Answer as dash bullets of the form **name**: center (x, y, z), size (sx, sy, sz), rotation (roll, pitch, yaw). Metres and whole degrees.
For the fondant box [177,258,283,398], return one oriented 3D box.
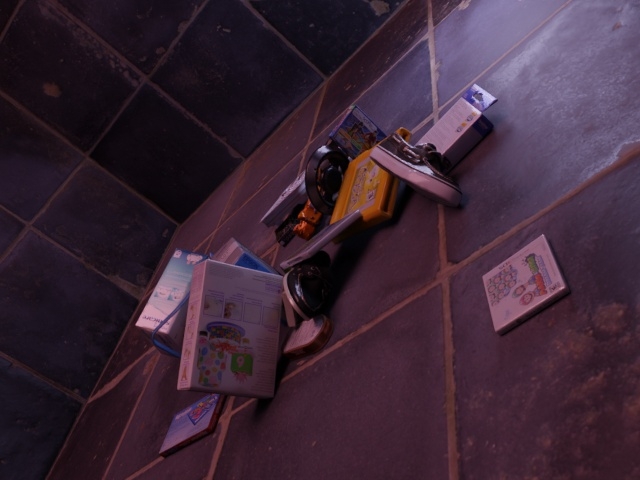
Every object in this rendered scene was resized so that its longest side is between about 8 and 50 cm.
- **fondant box**: center (-0.231, 0.237, 1.582), size (0.096, 0.238, 0.331), rotation (-24, 57, 52)

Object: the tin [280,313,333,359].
- **tin**: center (-0.038, 0.255, 1.594), size (0.189, 0.040, 0.106), rotation (-30, 25, 46)

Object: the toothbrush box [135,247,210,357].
- **toothbrush box**: center (-0.446, 0.211, 1.959), size (0.126, 0.216, 0.296), rotation (10, 60, 17)

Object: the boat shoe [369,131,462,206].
- **boat shoe**: center (0.248, -0.197, 1.518), size (0.119, 0.121, 0.335), rotation (-54, 43, 6)

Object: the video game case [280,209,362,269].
- **video game case**: center (0.000, 0.000, 1.713), size (0.212, 0.023, 0.193), rotation (-39, 7, -29)

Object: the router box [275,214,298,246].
- **router box**: center (-0.128, -0.038, 2.294), size (0.092, 0.038, 0.122), rotation (-47, 20, 11)

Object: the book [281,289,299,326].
- **book**: center (-0.076, 0.176, 1.683), size (0.035, 0.096, 0.144), rotation (-9, 7, 7)

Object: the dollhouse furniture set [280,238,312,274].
- **dollhouse furniture set**: center (-0.062, 0.062, 2.001), size (0.151, 0.059, 0.076), rotation (-42, 2, -40)

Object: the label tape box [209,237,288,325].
- **label tape box**: center (-0.207, 0.110, 1.895), size (0.115, 0.249, 0.347), rotation (-51, 20, 0)

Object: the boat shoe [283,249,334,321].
- **boat shoe**: center (-0.016, 0.109, 1.656), size (0.113, 0.127, 0.340), rotation (-35, 7, 12)

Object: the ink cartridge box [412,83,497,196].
- **ink cartridge box**: center (0.352, -0.276, 1.639), size (0.311, 0.065, 0.186), rotation (-48, 21, 17)

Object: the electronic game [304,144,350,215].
- **electronic game**: center (0.032, -0.196, 1.957), size (0.048, 0.229, 0.229), rotation (2, 54, 44)

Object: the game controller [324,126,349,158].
- **game controller**: center (0.083, -0.381, 2.432), size (0.167, 0.067, 0.319), rotation (-61, 16, 15)

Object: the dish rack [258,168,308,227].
- **dish rack**: center (-0.088, -0.187, 2.335), size (0.285, 0.072, 0.333), rotation (-39, 11, 38)

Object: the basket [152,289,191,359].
- **basket**: center (-0.316, 0.277, 1.776), size (0.255, 0.289, 0.201), rotation (-46, 25, 4)

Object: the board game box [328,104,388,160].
- **board game box**: center (0.140, -0.331, 1.987), size (0.136, 0.201, 0.035), rotation (-53, 24, -8)

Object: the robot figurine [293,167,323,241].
- **robot figurine**: center (-0.008, -0.155, 2.090), size (0.211, 0.085, 0.291), rotation (114, 175, -61)

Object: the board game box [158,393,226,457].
- **board game box**: center (-0.391, 0.558, 1.837), size (0.281, 0.027, 0.145), rotation (-36, 26, 36)

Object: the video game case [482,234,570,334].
- **video game case**: center (0.359, 0.077, 1.068), size (0.143, 0.019, 0.157), rotation (-41, 23, 27)

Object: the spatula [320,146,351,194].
- **spatula**: center (0.103, -0.280, 2.051), size (0.019, 0.168, 0.242), rotation (8, 55, 51)

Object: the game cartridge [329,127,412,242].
- **game cartridge**: center (0.137, -0.157, 1.798), size (0.323, 0.052, 0.286), rotation (-25, 45, 58)
